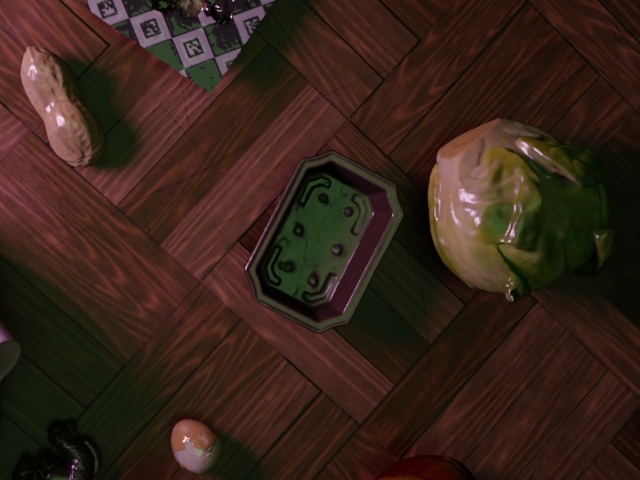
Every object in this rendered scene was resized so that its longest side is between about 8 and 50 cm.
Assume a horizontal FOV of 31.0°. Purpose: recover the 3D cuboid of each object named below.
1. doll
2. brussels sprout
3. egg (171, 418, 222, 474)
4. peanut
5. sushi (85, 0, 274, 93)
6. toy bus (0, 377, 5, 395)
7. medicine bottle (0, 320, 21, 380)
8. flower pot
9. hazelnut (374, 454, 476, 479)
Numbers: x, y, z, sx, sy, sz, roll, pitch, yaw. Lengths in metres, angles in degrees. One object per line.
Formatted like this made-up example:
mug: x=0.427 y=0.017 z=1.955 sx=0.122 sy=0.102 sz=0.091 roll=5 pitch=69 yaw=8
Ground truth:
doll: x=-0.384 y=0.347 z=1.672 sx=0.139 sy=0.057 sz=0.165 roll=-8 pitch=85 yaw=-9
brussels sprout: x=0.295 y=-0.041 z=1.707 sx=0.259 sy=0.227 sz=0.294 roll=-39 pitch=91 yaw=-22
egg: x=-0.184 y=0.301 z=1.700 sx=0.083 sy=0.071 sz=0.071 roll=45 pitch=84 yaw=-6
peanut: x=-0.367 y=-0.190 z=1.638 sx=0.082 sy=0.082 sz=0.187 roll=-26 pitch=98 yaw=-9
sushi: x=-0.189 y=-0.364 z=1.686 sx=0.219 sy=0.047 sz=0.231 roll=34 pitch=82 yaw=-6
toy bus: x=-0.518 y=0.305 z=1.588 sx=0.133 sy=0.165 sz=0.276 roll=9 pitch=91 yaw=-12
medicine bottle: x=-0.528 y=0.071 z=1.540 sx=0.161 sy=0.111 sz=0.296 roll=-37 pitch=68 yaw=-27
flower pot: x=0.000 y=0.000 z=1.718 sx=0.179 sy=0.084 sz=0.251 roll=28 pitch=88 yaw=-11
hazelnut: x=0.167 y=0.439 z=1.719 sx=0.229 sy=0.229 sz=0.229 roll=0 pitch=92 yaw=-11
